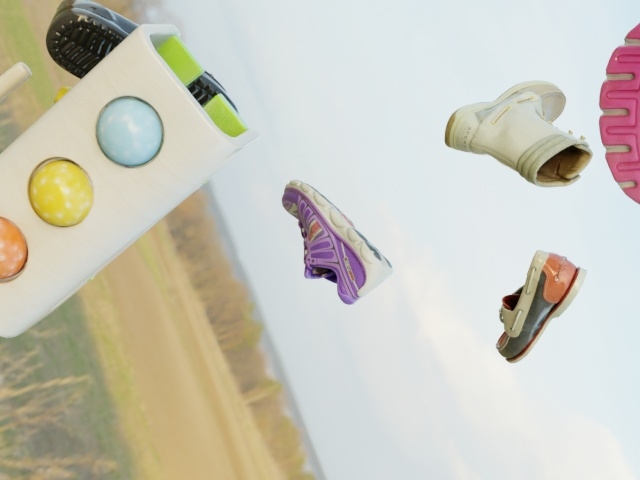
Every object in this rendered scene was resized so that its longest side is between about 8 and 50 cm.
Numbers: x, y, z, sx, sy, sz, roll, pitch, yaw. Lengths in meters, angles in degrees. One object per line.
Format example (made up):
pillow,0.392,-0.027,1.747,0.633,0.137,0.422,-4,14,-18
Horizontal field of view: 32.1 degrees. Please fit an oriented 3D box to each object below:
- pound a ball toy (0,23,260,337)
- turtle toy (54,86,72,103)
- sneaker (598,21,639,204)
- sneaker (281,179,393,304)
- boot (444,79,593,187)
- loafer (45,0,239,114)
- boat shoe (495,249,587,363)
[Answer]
pound a ball toy,-0.242,-0.064,0.944,0.208,0.319,0.136,52,17,-2
turtle toy,-0.224,-0.088,1.095,0.130,0.066,0.095,51,54,-69
sneaker,0.266,-0.135,0.750,0.103,0.252,0.111,16,-5,31
sneaker,0.000,0.000,1.103,0.068,0.071,0.170,42,5,-44
boot,0.288,-0.137,1.441,0.165,0.213,0.077,32,-50,40
loafer,-0.161,-0.165,1.048,0.220,0.080,0.078,36,26,-42
boat shoe,0.167,0.054,0.896,0.049,0.043,0.137,-62,177,-34
